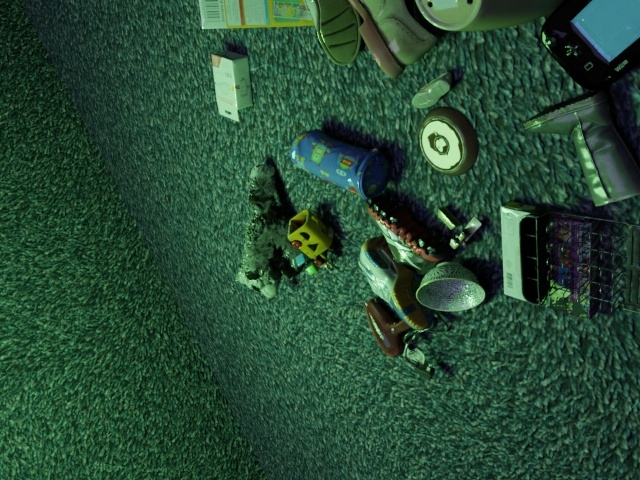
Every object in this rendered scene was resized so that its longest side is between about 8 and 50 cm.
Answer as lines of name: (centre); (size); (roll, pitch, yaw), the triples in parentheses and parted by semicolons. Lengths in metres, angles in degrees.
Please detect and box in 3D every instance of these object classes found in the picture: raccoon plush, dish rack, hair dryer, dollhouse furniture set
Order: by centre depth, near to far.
dish rack: (0.534, 0.048, 1.255); (0.271, 0.074, 0.208); (13, 124, 43)
dollhouse furniture set: (0.329, -0.052, 1.529); (0.114, 0.091, 0.081); (50, 129, 22)
hair dryer: (0.245, 0.254, 1.876); (0.293, 0.080, 0.224); (25, 116, 35)
raccoon plush: (-0.183, -0.020, 2.203); (0.299, 0.216, 0.447); (170, 104, -69)

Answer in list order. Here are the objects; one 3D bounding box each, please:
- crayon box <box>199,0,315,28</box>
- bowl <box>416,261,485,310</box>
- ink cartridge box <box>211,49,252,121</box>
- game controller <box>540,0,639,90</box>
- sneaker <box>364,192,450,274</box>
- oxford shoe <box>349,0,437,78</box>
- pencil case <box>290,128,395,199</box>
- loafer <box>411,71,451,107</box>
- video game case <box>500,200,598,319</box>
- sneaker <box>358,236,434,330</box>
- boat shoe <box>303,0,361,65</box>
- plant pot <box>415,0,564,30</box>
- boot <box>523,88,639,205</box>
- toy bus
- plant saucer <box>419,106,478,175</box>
crayon box: (-0.150, -0.652, 1.619); (0.322, 0.083, 0.203); (1, 122, 6)
bowl: (0.327, 0.105, 1.605); (0.170, 0.170, 0.080); (127, 154, -54)
ink cartridge box: (-0.279, -0.491, 2.028); (0.115, 0.067, 0.198); (29, 133, 40)
game controller: (0.513, -0.389, 1.047); (0.166, 0.067, 0.319); (57, 147, 8)
sneaker: (0.211, -0.012, 1.684); (0.276, 0.097, 0.135); (42, 139, 25)
oxford shoe: (0.131, -0.562, 1.414); (0.146, 0.140, 0.397); (-28, 83, 25)
pencil case: (0.054, -0.214, 1.732); (0.306, 0.119, 0.133); (28, 104, 41)
loafer: (0.258, -0.342, 1.454); (0.045, 0.039, 0.125); (33, 154, -17)
video game case: (0.497, 0.041, 1.391); (0.210, 0.041, 0.232); (17, 126, 46)
sneaker: (0.212, 0.131, 1.796); (0.296, 0.111, 0.131); (59, 156, 20)
boat shoe: (0.019, -0.579, 1.542); (0.103, 0.113, 0.302); (-103, -7, -58)
plant pot: (0.283, -0.464, 1.081); (0.256, 0.274, 0.257); (30, 140, 29)
boot: (0.505, -0.166, 1.224); (0.189, 0.076, 0.209); (-10, 112, 57)
toy bus: (-0.008, -0.004, 1.971); (0.104, 0.202, 0.191); (-34, 77, 26)
plant saucer: (0.291, -0.227, 1.492); (0.168, 0.029, 0.169); (33, 137, 36)
